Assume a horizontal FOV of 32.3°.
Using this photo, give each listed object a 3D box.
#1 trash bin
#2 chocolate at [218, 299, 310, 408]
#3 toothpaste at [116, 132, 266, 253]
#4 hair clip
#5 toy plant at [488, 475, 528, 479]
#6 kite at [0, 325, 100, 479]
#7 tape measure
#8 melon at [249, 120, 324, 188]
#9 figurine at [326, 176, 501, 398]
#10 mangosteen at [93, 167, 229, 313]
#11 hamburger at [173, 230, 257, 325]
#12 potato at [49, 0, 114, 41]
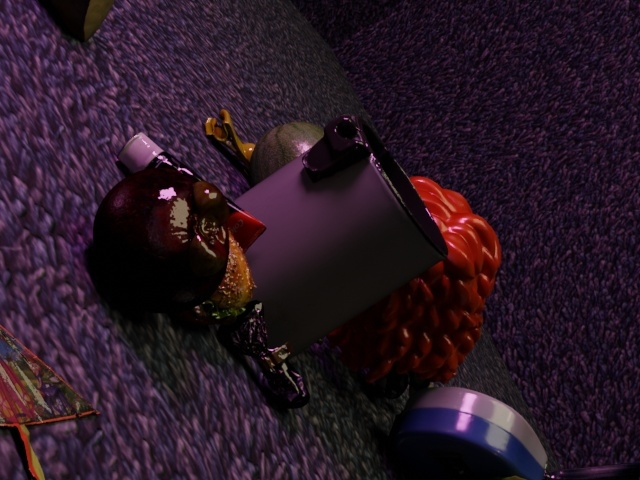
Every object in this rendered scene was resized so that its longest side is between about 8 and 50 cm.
[{"bbox_3d":[0.000,0.000,1.427,0.277,0.262,0.217,47,15,-43],"label":"trash bin"},{"bbox_3d":[-0.056,0.141,1.323,0.147,0.070,0.072,48,19,-17],"label":"chocolate"},{"bbox_3d":[-0.156,-0.053,1.331,0.193,0.071,0.045,43,11,3],"label":"toothpaste"},{"bbox_3d":[-0.125,-0.144,1.832,0.173,0.046,0.072,50,17,-37],"label":"hair clip"},{"bbox_3d":[0.283,0.498,1.507,0.316,0.184,0.224,64,-11,-8],"label":"toy plant"},{"bbox_3d":[-0.233,0.107,0.828,0.183,0.014,0.241,62,11,18],"label":"kite"},{"bbox_3d":[0.267,0.300,1.588,0.215,0.351,0.098,49,48,-34],"label":"tape measure"},{"bbox_3d":[-0.003,-0.054,1.761,0.287,0.182,0.182,60,12,7],"label":"melon"},{"bbox_3d":[0.156,0.090,1.696,0.241,0.306,0.412,35,-5,23],"label":"figurine"},{"bbox_3d":[-0.151,-0.003,1.113,0.152,0.152,0.152,53,12,-17],"label":"mangosteen"},{"bbox_3d":[-0.138,0.017,1.253,0.166,0.087,0.137,59,12,15],"label":"hamburger"},{"bbox_3d":[-0.361,-0.434,1.432,0.255,0.269,0.112,29,12,4],"label":"potato"}]
